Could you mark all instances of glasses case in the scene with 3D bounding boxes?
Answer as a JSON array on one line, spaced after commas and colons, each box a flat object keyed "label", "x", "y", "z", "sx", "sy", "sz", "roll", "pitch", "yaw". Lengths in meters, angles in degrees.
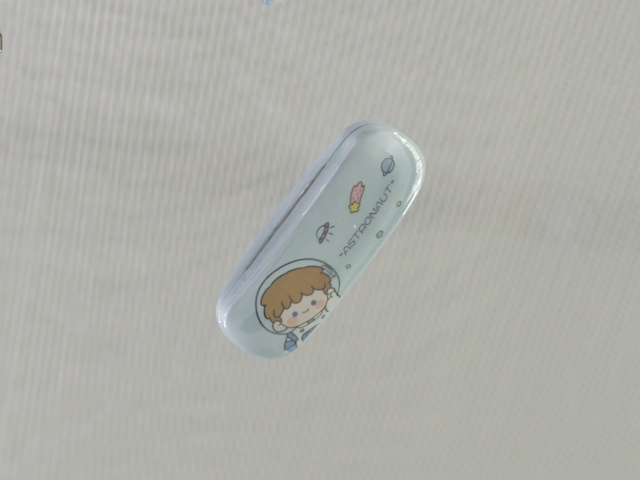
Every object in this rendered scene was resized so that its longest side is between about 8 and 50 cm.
[{"label": "glasses case", "x": 0.000, "y": 0.000, "z": 1.267, "sx": 0.067, "sy": 0.045, "sz": 0.178, "roll": 33, "pitch": -83, "yaw": -35}]

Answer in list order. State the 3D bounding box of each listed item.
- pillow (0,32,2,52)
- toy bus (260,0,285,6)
[{"label": "pillow", "x": -0.344, "y": -0.089, "z": 1.195, "sx": 0.250, "sy": 0.106, "sz": 0.186, "roll": -45, "pitch": -56, "yaw": 14}, {"label": "toy bus", "x": -0.021, "y": -0.295, "z": 1.144, "sx": 0.131, "sy": 0.106, "sz": 0.297, "roll": -21, "pitch": -54, "yaw": -5}]
